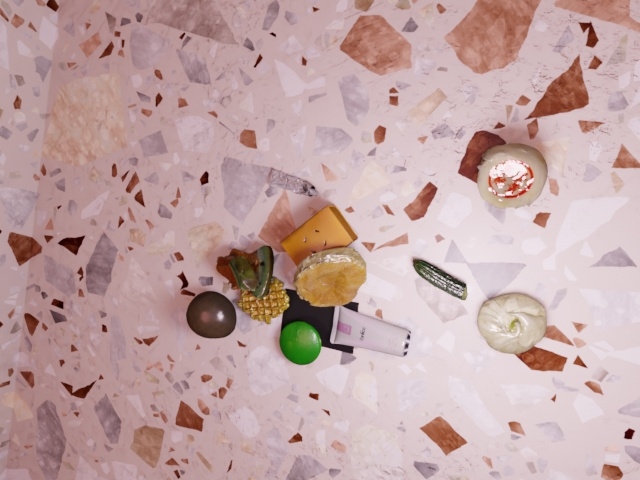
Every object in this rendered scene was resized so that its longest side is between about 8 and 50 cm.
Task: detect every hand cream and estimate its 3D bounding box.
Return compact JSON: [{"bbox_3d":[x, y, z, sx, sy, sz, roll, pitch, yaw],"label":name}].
[{"bbox_3d":[-0.118,-0.253,1.949,0.257,0.050,0.084,20,100,21],"label":"hand cream"},{"bbox_3d":[0.218,0.410,1.884,0.359,0.118,0.185,11,100,21],"label":"hand cream"}]

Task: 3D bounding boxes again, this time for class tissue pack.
[{"bbox_3d":[0.000,0.000,1.888,0.274,0.145,0.194,-36,83,18],"label":"tissue pack"}]

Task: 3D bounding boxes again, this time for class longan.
[{"bbox_3d":[-0.522,0.366,2.060,0.248,0.248,0.248,2,96,17],"label":"longan"}]

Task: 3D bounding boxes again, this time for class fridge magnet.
[{"bbox_3d":[-0.093,0.477,1.990,0.208,0.088,0.208,2,96,17],"label":"fridge magnet"}]

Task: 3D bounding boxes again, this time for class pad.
[{"bbox_3d":[-0.009,0.375,2.002,0.367,0.007,0.247,9,99,17],"label":"pad"}]

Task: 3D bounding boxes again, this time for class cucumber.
[{"bbox_3d":[0.497,0.163,1.787,0.265,0.077,0.077,29,104,15],"label":"cucumber"}]

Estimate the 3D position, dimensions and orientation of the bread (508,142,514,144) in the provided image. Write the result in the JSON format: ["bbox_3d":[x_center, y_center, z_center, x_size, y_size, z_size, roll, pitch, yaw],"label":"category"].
[{"bbox_3d":[0.747,-0.323,1.663,0.062,0.049,0.103,22,105,35],"label":"bread"}]

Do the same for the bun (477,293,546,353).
[{"bbox_3d":[0.750,0.334,1.678,0.259,0.160,0.259,2,99,15],"label":"bun"}]

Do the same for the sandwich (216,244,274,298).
[{"bbox_3d":[-0.366,0.122,1.978,0.301,0.162,0.250,8,78,27],"label":"sandwich"}]

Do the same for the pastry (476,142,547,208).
[{"bbox_3d":[0.717,-0.240,1.613,0.265,0.133,0.265,12,127,16],"label":"pastry"}]

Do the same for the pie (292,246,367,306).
[{"bbox_3d":[0.044,0.166,1.836,0.339,0.083,0.339,-6,131,-7],"label":"pie"}]

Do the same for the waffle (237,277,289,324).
[{"bbox_3d":[-0.270,0.273,2.043,0.238,0.059,0.243,41,103,12],"label":"waffle"}]
